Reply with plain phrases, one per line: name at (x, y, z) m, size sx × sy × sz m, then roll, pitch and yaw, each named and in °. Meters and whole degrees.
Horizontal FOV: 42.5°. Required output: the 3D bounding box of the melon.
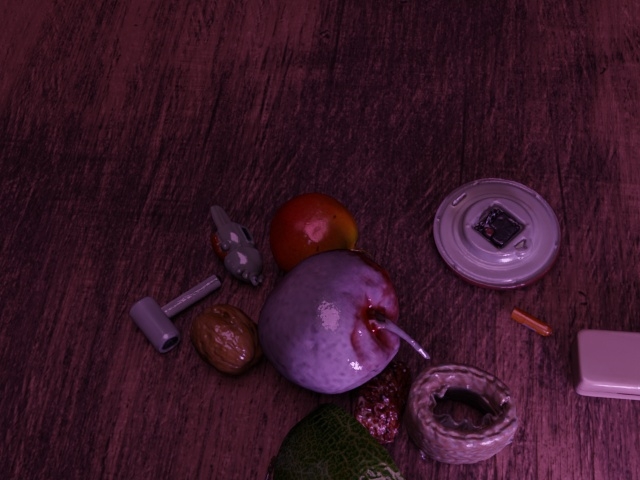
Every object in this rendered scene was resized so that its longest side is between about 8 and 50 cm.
melon at (0.032, 0.513, 1.702) m, size 0.343 × 0.226 × 0.331 m, roll 50°, pitch 117°, yaw 26°

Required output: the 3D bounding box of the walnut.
walnut at (-0.219, 0.225, 1.896) m, size 0.155 × 0.155 × 0.184 m, roll -40°, pitch 66°, yaw -18°

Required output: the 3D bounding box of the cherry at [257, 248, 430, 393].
cherry at (0.014, 0.190, 1.794) m, size 0.335 × 0.291 × 0.326 m, roll -33°, pitch 35°, yaw 19°

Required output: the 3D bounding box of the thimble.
thimble at (0.299, 0.375, 1.780) m, size 0.229 × 0.148 × 0.195 m, roll -2°, pitch 57°, yaw 0°

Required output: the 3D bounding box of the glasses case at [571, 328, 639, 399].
glasses case at (0.742, 0.284, 1.845) m, size 0.337 × 0.076 × 0.143 m, roll 4°, pitch 59°, yaw 6°

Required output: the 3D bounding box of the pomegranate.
pomegranate at (0.000, 0.000, 1.983) m, size 0.257 × 0.221 × 0.220 m, roll 30°, pitch 66°, yaw 11°

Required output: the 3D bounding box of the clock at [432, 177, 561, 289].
clock at (0.438, -0.022, 2.042) m, size 0.319 × 0.080 × 0.318 m, roll -2°, pitch 59°, yaw 2°

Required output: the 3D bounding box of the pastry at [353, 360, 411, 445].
pastry at (0.134, 0.353, 1.816) m, size 0.097 × 0.115 × 0.208 m, roll 6°, pitch 45°, yaw 20°

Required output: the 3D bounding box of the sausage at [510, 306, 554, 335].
sausage at (0.501, 0.195, 1.938) m, size 0.107 × 0.031 × 0.031 m, roll 30°, pitch 65°, yaw 17°

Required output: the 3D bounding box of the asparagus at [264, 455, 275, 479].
asparagus at (-0.127, 0.544, 1.779) m, size 0.016 × 0.013 × 0.166 m, roll 21°, pitch 63°, yaw 3°

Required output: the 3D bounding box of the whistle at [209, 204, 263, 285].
whistle at (-0.214, 0.013, 2.045) m, size 0.106 × 0.101 × 0.253 m, roll -26°, pitch 64°, yaw -8°

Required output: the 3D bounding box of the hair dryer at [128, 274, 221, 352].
hair dryer at (-0.330, 0.161, 1.997) m, size 0.236 × 0.073 × 0.131 m, roll -33°, pitch 64°, yaw -25°
